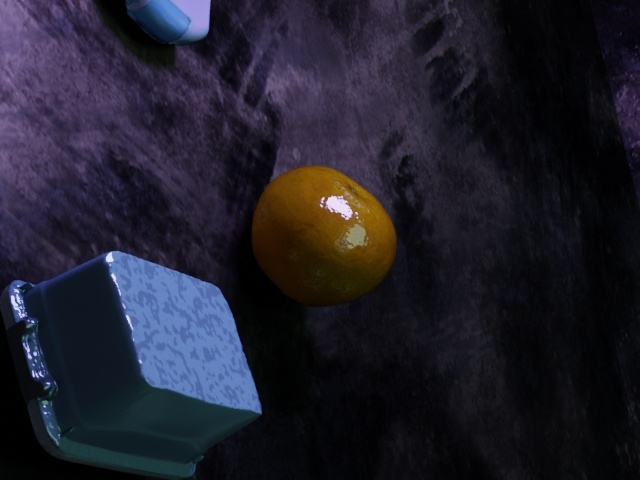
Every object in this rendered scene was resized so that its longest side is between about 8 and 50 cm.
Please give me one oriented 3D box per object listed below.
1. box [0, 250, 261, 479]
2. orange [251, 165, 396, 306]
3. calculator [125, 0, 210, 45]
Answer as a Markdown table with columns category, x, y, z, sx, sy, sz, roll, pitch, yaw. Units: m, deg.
| category | x | y | z | sx | sy | sz | roll | pitch | yaw |
| --- | --- | --- | --- | --- | --- | --- | --- | --- | --- |
| box | -0.159 | 0.108 | 1.531 | 0.227 | 0.130 | 0.162 | 26 | 40 | -59 |
| orange | 0.000 | 0.000 | 1.886 | 0.159 | 0.136 | 0.159 | 33 | 15 | -10 |
| calculator | -0.164 | -0.335 | 1.827 | 0.173 | 0.051 | 0.293 | 37 | 46 | -51 |
